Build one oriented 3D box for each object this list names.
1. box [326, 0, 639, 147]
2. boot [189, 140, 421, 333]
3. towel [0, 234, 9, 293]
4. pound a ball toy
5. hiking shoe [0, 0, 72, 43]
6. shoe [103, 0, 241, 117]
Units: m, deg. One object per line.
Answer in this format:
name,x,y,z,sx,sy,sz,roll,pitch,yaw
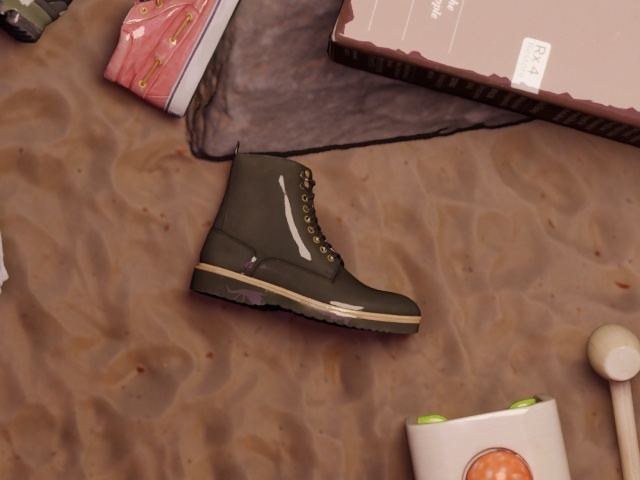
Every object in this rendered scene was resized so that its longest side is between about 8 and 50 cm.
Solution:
box,0.211,-0.193,1.380,0.381,0.143,0.191,15,89,0
boot,0.000,0.000,1.416,0.198,0.077,0.137,14,85,0
towel,-0.414,-0.044,1.396,0.285,0.034,0.209,-6,83,-16
pound a ball toy,0.190,0.242,1.375,0.208,0.136,0.319,-10,90,1
hiking shoe,-0.287,-0.280,1.427,0.114,0.086,0.227,-41,94,-13
shoe,-0.116,-0.199,1.421,0.081,0.063,0.178,26,94,-4
